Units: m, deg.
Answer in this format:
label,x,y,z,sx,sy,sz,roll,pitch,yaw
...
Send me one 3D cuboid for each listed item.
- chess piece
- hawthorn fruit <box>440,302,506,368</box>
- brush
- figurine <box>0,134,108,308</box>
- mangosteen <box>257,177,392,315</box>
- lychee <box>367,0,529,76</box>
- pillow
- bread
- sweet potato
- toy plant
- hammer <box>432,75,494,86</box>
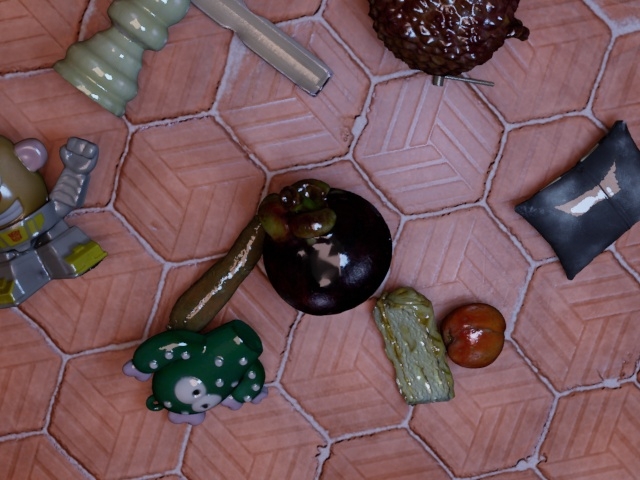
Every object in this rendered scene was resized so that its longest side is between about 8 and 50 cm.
label,x,y,z,sx,sy,sz,roll,pitch,yaw
chess piece,-0.317,-0.347,1.806,0.144,0.144,0.251,37,92,-8
hawthorn fruit,0.273,0.172,1.926,0.128,0.128,0.128,0,99,-3
brush,-0.117,-0.365,1.858,0.321,0.050,0.060,38,98,0
figurine,-0.525,-0.050,1.821,0.342,0.167,0.285,-30,108,-19
mangosteen,0.000,0.000,1.818,0.228,0.228,0.265,-29,131,2
lychee,0.218,-0.395,1.756,0.300,0.264,0.264,19,98,-15
pillow,0.488,-0.067,1.902,0.250,0.106,0.186,-41,106,6
bread,0.176,0.189,1.928,0.088,0.128,0.232,-30,105,-36
sweet potato,-0.171,0.065,1.911,0.075,0.075,0.273,41,93,-8
toy plant,-0.212,0.237,1.903,0.243,0.112,0.233,-17,130,0
hammer,0.254,-0.284,1.902,0.110,0.019,0.036,8,99,-9
